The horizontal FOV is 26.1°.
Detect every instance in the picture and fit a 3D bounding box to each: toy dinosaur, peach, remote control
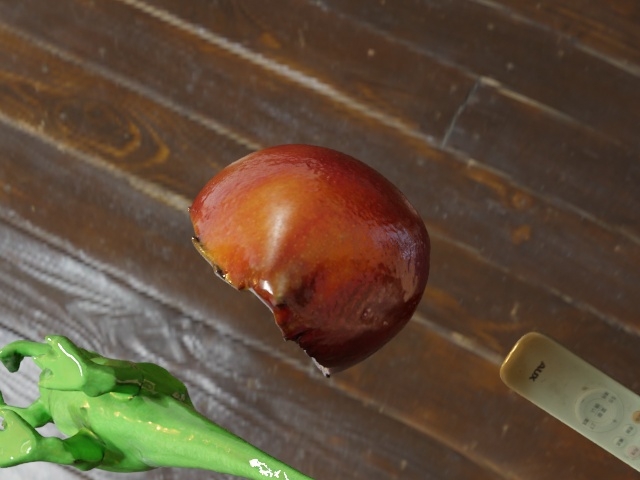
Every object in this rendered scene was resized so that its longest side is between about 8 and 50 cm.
[{"bbox_3d":[-0.141,0.206,1.432,0.500,0.374,0.144,18,88,14],"label":"toy dinosaur"},{"bbox_3d":[0.000,0.000,1.480,0.201,0.361,0.257,-42,92,0],"label":"peach"},{"bbox_3d":[0.376,0.224,1.774,0.309,0.038,0.090,34,107,2],"label":"remote control"}]
